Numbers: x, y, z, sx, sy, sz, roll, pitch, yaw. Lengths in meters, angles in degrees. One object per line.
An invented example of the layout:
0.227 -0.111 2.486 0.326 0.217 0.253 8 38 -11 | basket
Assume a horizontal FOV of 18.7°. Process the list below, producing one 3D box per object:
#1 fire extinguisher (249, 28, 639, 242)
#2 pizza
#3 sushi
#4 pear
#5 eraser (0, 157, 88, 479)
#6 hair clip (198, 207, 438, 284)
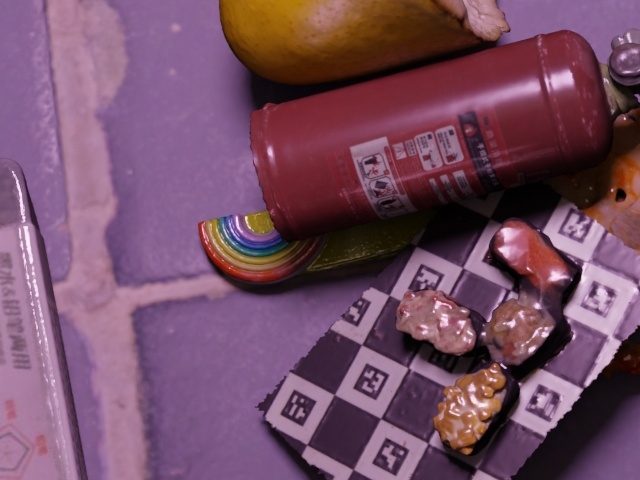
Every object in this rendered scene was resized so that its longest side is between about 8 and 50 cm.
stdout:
0.124 -0.067 1.402 0.337 0.106 0.147 -13 69 13 | fire extinguisher
0.180 0.026 1.456 0.297 0.071 0.189 -32 81 4 | pizza
0.099 0.077 1.406 0.279 0.043 0.192 -47 62 0 | sushi
0.006 -0.195 1.448 0.178 0.267 0.267 -44 77 18 | pear
-0.236 0.112 1.477 0.089 0.061 0.352 -12 77 3 | eraser
0.000 0.000 1.496 0.188 0.033 0.060 -7 78 3 | hair clip
